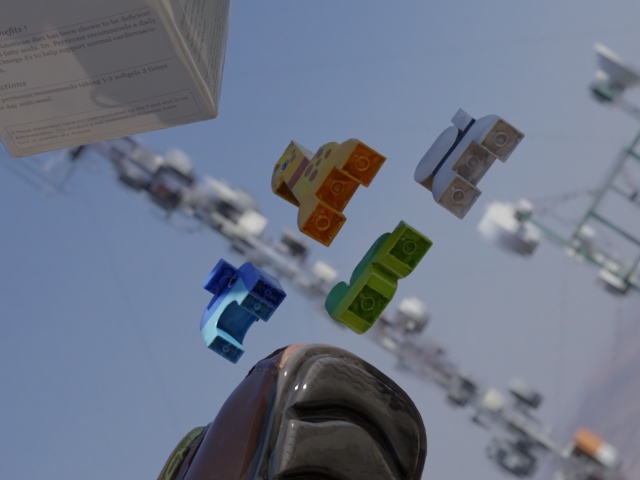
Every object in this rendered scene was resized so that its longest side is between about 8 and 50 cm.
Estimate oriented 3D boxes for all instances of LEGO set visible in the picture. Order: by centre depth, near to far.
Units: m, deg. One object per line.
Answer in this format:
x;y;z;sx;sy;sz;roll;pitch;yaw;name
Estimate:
0.000;0.000;0.978;0.227;0.087;0.093;-53;22;8;LEGO set

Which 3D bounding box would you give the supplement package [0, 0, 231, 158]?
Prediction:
-0.117;-0.139;0.764;0.179;0.105;0.105;66;-159;-45;supplement package

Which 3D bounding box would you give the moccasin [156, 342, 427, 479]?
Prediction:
-0.062;0.216;0.767;0.147;0.139;0.380;-36;33;44;moccasin
